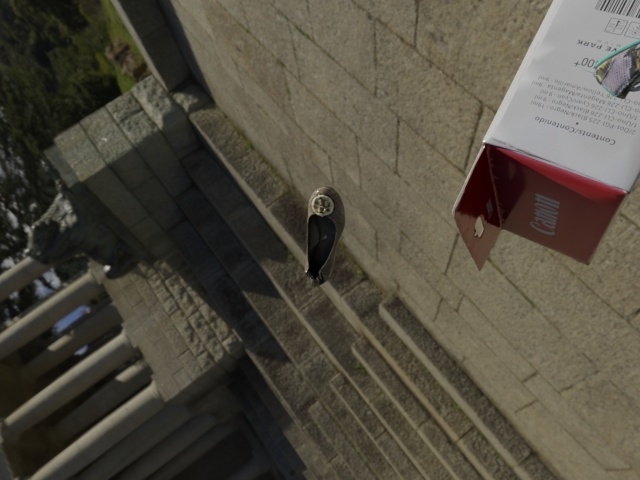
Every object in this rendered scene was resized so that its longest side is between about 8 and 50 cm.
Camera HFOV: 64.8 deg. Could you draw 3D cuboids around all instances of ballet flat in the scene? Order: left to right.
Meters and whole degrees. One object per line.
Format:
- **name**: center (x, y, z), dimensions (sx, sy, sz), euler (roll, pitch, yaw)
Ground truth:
- **ballet flat**: center (0.000, 0.000, 1.092), dimensions (0.084, 0.058, 0.250), euler (20, 126, 16)
- **ballet flat**: center (0.244, -0.131, 0.331), dimensions (0.041, 0.114, 0.041), euler (39, -147, -32)

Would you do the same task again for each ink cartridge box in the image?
- **ink cartridge box**: center (0.277, -0.084, 0.554), dimensions (0.130, 0.272, 0.309), euler (27, 179, 26)
